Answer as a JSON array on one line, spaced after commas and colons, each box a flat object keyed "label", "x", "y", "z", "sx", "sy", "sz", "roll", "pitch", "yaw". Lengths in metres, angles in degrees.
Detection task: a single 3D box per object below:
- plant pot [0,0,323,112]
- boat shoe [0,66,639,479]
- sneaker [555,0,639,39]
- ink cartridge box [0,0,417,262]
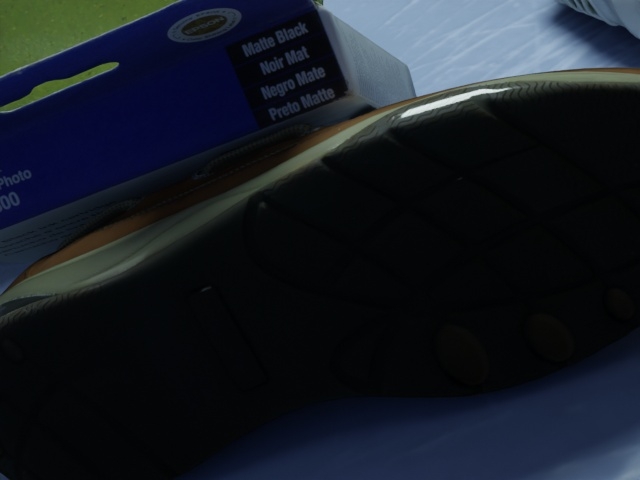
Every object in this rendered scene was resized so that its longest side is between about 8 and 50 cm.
[{"label": "plant pot", "x": -0.150, "y": -0.160, "z": 0.754, "sx": 0.293, "sy": 0.275, "sz": 0.275, "roll": -1, "pitch": 33, "yaw": 5}, {"label": "boat shoe", "x": 0.000, "y": 0.000, "z": 0.493, "sx": 0.324, "sy": 0.122, "sz": 0.120, "roll": -17, "pitch": 25, "yaw": 10}, {"label": "sneaker", "x": 0.169, "y": -0.164, "z": 0.690, "sx": 0.095, "sy": 0.090, "sz": 0.235, "roll": -26, "pitch": 23, "yaw": 22}, {"label": "ink cartridge box", "x": -0.077, "y": -0.042, "z": 0.553, "sx": 0.223, "sy": 0.045, "sz": 0.224, "roll": -20, "pitch": -7, "yaw": 16}]
